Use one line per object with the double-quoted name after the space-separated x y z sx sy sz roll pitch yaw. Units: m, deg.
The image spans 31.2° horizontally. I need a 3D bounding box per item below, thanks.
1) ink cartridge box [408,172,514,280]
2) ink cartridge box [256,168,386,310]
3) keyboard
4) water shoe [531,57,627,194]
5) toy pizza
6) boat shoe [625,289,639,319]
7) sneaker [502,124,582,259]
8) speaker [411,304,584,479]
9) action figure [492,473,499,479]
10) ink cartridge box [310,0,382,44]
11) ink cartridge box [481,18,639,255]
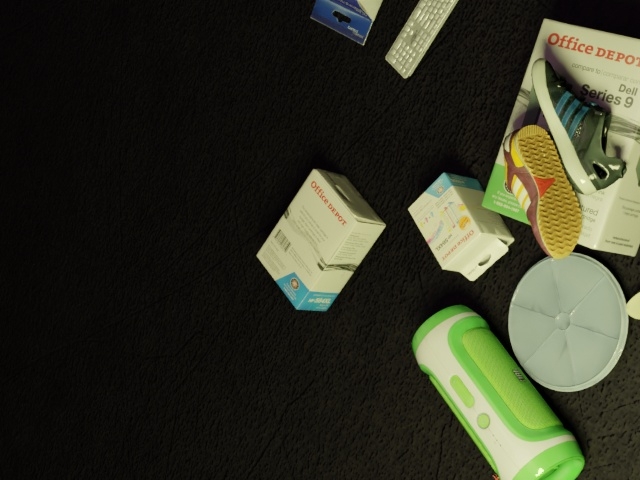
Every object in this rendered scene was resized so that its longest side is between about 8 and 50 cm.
0.222 -0.019 1.777 0.092 0.090 0.143 -47 54 29 "ink cartridge box"
0.000 0.000 1.994 0.203 0.086 0.148 -55 51 23 "ink cartridge box"
0.192 -0.394 1.916 0.072 0.014 0.256 50 117 37 "keyboard"
0.347 -0.160 1.532 0.080 0.073 0.203 -23 73 17 "water shoe"
0.360 0.118 1.663 0.201 0.032 0.201 -7 79 45 "toy pizza"
0.473 0.060 1.555 0.137 0.049 0.043 -41 15 35 "boat shoe"
0.298 -0.063 1.564 0.084 0.070 0.185 157 99 -76 "sneaker"
0.256 0.236 1.680 0.131 0.131 0.296 -53 52 25 "speaker"
0.282 0.354 1.708 0.038 0.030 0.115 -26 68 34 "action figure"
0.072 -0.528 2.020 0.165 0.065 0.332 34 109 41 "ink cartridge box"
0.379 -0.149 1.620 0.211 0.121 0.289 25 101 43 "ink cartridge box"
